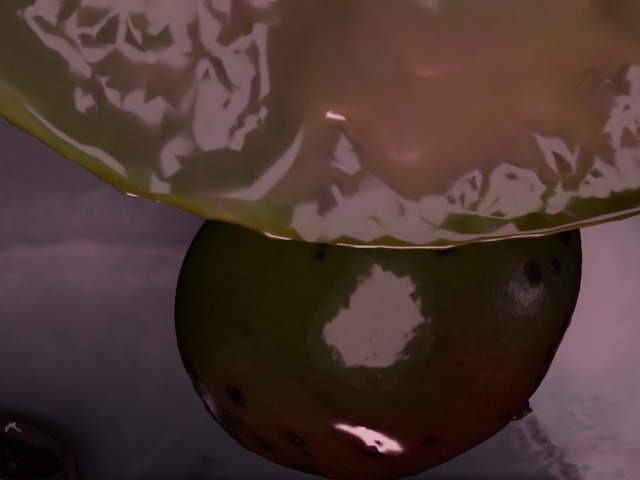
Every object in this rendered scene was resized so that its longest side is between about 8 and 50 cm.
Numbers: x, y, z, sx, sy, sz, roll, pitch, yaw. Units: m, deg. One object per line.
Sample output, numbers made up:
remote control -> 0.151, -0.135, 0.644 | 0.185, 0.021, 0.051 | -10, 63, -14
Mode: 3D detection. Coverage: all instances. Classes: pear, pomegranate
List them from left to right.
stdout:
pomegranate -> -0.002, 0.007, 0.575 | 0.159, 0.129, 0.129 | 14, 108, 3
pear -> 0.038, -0.200, 0.482 | 0.399, 0.165, 0.399 | 0, 108, 0

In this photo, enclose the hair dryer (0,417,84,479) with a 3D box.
hair dryer -> -0.177, 0.104, 0.644 | 0.182, 0.064, 0.117 | 16, 107, 1
